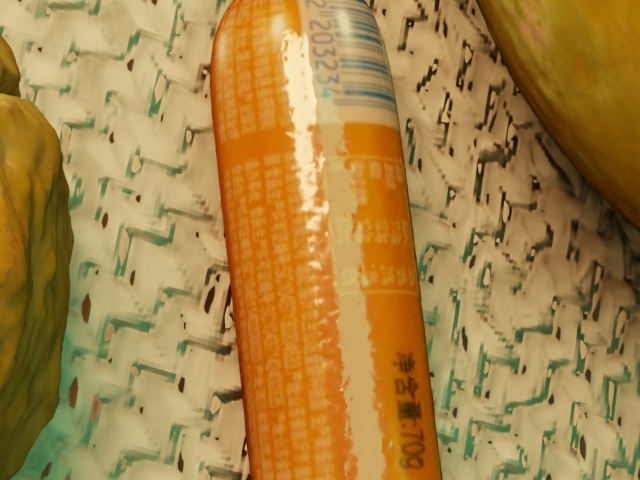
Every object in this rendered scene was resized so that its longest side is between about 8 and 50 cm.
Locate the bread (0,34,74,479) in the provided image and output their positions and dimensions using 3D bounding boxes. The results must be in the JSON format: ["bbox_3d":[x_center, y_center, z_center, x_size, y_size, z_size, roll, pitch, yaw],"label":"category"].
[{"bbox_3d":[-0.178,-0.002,0.530,0.244,0.134,0.244,5,79,-28],"label":"bread"}]

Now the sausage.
[{"bbox_3d":[0.000,0.000,0.661,0.071,0.071,0.234,-1,79,-28],"label":"sausage"}]

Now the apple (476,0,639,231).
[{"bbox_3d":[0.230,-0.160,0.660,0.384,0.374,0.374,-38,98,-14],"label":"apple"}]
